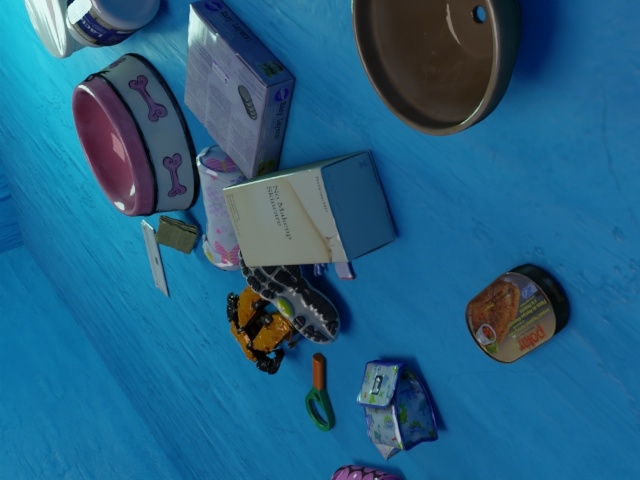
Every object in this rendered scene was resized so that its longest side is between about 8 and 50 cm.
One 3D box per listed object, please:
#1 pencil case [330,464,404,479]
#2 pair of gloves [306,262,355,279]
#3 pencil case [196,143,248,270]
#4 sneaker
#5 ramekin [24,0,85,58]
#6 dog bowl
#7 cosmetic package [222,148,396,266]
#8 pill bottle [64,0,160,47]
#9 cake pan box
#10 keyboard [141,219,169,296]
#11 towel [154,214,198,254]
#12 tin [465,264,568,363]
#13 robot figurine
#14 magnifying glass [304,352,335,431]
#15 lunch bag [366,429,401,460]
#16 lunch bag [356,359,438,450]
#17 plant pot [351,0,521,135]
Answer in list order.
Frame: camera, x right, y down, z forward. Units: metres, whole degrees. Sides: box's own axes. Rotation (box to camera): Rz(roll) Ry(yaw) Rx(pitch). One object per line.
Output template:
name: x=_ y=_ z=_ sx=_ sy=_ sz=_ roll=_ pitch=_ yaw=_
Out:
pencil case: x=0.097 y=0.536 z=1.609 sx=0.209 sy=0.098 sz=0.095 roll=-26 pitch=90 yaw=61
pair of gloves: x=0.000 y=0.000 z=1.414 sx=0.198 sy=0.023 sz=0.159 roll=9 pitch=121 yaw=57
pencil case: x=-0.192 y=-0.068 z=1.576 sx=0.124 sy=0.113 sz=0.273 roll=23 pitch=135 yaw=21
sneaker: x=-0.064 y=0.098 z=1.504 sx=0.275 sy=0.107 sz=0.110 roll=51 pitch=179 yaw=10
ramekin: x=-0.627 y=-0.592 z=1.854 sx=0.273 sy=0.127 sz=0.273 roll=39 pitch=143 yaw=38
dog bowl: x=-0.466 y=-0.239 z=1.855 sx=0.408 sy=0.150 sz=0.408 roll=38 pitch=142 yaw=38
cosmetic package: x=-0.029 y=-0.047 z=1.295 sx=0.309 sy=0.113 sz=0.160 roll=-7 pitch=103 yaw=55
pill bottle: x=-0.454 y=-0.502 z=1.619 sx=0.264 sy=0.153 sz=0.153 roll=0 pitch=113 yaw=59
cake pan box: x=-0.164 y=-0.281 z=1.411 sx=0.267 sy=0.070 sz=0.246 roll=49 pitch=146 yaw=25
keyboard: x=-0.499 y=0.057 z=2.293 sx=0.072 sy=0.014 sz=0.256 roll=29 pitch=137 yaw=39
towel: x=-0.369 y=-0.015 z=1.949 sx=0.110 sy=0.027 sz=0.148 roll=22 pitch=150 yaw=-6
tin: x=0.268 y=0.104 z=1.044 sx=0.106 sy=0.040 sz=0.190 roll=60 pitch=152 yaw=15
robot figurine: x=-0.124 y=0.182 z=1.700 sx=0.211 sy=0.085 sz=0.291 roll=57 pitch=150 yaw=13
magnifying glass: x=-0.002 y=0.341 z=1.695 sx=0.092 sy=0.026 sz=0.231 roll=38 pitch=144 yaw=39
lunch bag: x=0.132 y=0.379 z=1.474 sx=0.071 sy=0.053 sz=0.083 roll=51 pitch=159 yaw=26
lunch bag: x=0.133 y=0.292 z=1.367 sx=0.129 sy=0.096 sz=0.151 roll=-15 pitch=86 yaw=63
plant pot: x=0.150 y=-0.250 z=0.875 sx=0.237 sy=0.109 sz=0.237 roll=37 pitch=141 yaw=38
